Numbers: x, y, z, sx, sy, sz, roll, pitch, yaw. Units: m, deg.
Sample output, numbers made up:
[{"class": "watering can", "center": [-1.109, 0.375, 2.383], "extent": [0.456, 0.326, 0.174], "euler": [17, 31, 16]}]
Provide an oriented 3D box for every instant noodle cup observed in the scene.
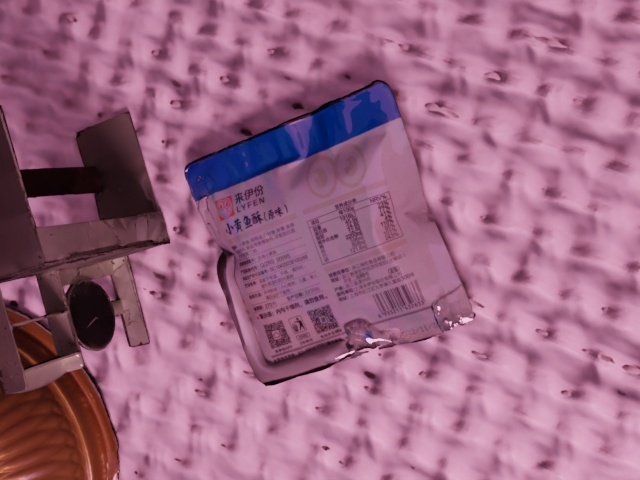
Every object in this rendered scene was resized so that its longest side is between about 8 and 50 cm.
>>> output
[{"class": "instant noodle cup", "center": [-0.297, 0.187, 0.745], "extent": [0.274, 0.091, 0.273], "euler": [3, 98, 22]}]

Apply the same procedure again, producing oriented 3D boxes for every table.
[{"class": "table", "center": [-0.169, 0.002, 0.640], "extent": [0.063, 0.146, 0.175], "euler": [-16, 90, 23]}]

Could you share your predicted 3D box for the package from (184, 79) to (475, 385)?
[{"class": "package", "center": [0.000, 0.000, 0.638], "extent": [0.171, 0.027, 0.173], "euler": [-20, 88, 26]}]
